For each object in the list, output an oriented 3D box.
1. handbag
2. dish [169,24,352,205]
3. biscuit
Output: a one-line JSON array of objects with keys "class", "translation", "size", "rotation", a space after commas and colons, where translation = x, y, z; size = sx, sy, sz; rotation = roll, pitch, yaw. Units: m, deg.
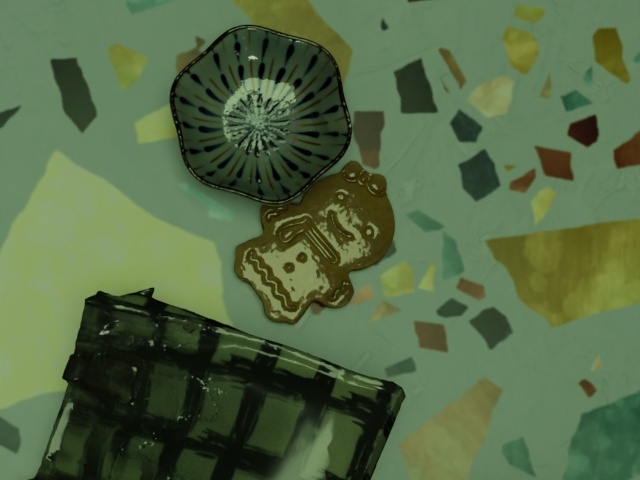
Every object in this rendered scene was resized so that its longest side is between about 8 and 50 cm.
[{"class": "handbag", "translation": [-0.122, 0.235, 1.605], "size": [0.327, 0.162, 0.325], "rotation": [20, 78, 5]}, {"class": "dish", "translation": [-0.062, -0.123, 1.696], "size": [0.190, 0.066, 0.191], "rotation": [1, 80, -5]}, {"class": "biscuit", "translation": [0.000, 0.006, 1.706], "size": [0.184, 0.027, 0.133], "rotation": [-25, 85, -8]}]
